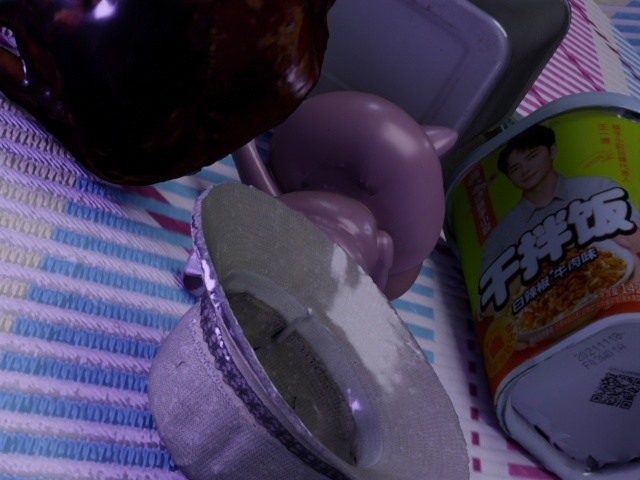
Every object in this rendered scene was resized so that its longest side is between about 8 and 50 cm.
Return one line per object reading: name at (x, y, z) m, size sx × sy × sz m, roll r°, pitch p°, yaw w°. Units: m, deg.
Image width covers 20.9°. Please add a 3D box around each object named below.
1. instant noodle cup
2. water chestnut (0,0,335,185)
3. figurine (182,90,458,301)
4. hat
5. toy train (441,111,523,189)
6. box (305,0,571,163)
instant noodle cup at (0.272, 0.059, 1.702) m, size 0.294 × 0.294 × 0.307 m, roll 41°, pitch 30°, yaw -30°
water chestnut at (-0.128, -0.185, 1.221) m, size 0.289 × 0.289 × 0.244 m, roll 51°, pitch 48°, yaw -5°
figurine at (0.000, 0.000, 1.379) m, size 0.287 × 0.176 × 0.186 m, roll -65°, pitch 159°, yaw -51°
hat at (-0.034, 0.099, 1.104) m, size 0.257 × 0.130 × 0.257 m, roll 45°, pitch 20°, yaw -22°
toy train at (0.213, -0.057, 1.934) m, size 0.326 × 0.129 × 0.159 m, roll 44°, pitch 17°, yaw -24°
box at (0.041, -0.238, 1.647) m, size 0.352 × 0.177 × 0.344 m, roll 35°, pitch 18°, yaw 6°
